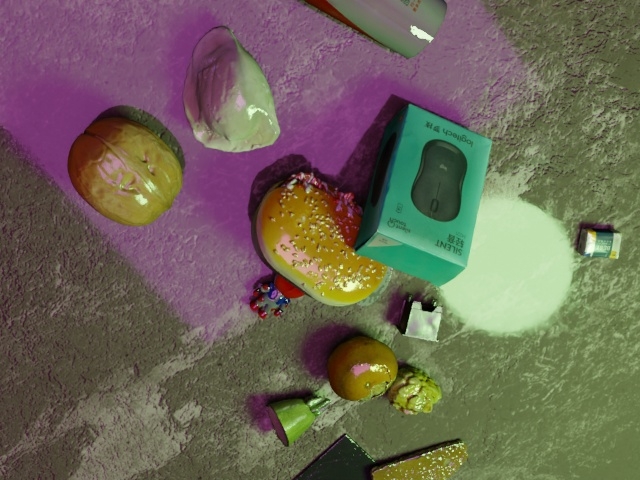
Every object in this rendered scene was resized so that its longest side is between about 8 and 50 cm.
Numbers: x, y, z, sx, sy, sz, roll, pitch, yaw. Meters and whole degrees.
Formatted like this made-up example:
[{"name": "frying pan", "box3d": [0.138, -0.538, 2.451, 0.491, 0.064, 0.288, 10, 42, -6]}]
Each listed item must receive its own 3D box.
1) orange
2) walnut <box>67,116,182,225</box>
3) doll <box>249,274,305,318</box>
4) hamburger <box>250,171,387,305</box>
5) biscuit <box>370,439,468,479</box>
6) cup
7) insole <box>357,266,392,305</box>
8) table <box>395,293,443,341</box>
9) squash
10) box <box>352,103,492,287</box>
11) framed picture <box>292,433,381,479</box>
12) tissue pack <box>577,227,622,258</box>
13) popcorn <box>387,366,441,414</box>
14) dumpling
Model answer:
[{"name": "orange", "box3d": [0.091, 0.278, 1.887, 0.157, 0.134, 0.156, -5, 129, -6]}, {"name": "walnut", "box3d": [-0.381, -0.135, 1.686, 0.226, 0.193, 0.193, 36, 99, -25]}, {"name": "doll", "box3d": [-0.066, 0.094, 1.849, 0.195, 0.062, 0.104, -40, 95, 13]}, {"name": "hamburger", "box3d": [0.000, 0.000, 1.746, 0.295, 0.151, 0.227, 37, 61, -19]}, {"name": "biscuit", "box3d": [0.239, 0.556, 2.028, 0.237, 0.026, 0.131, -17, 108, -8]}, {"name": "cup", "box3d": [0.089, -0.480, 1.648, 0.288, 0.203, 0.203, 29, 100, -20]}, {"name": "insole", "box3d": [0.131, 0.059, 1.889, 0.065, 0.006, 0.193, 22, 102, -12]}, {"name": "table", "box3d": [0.221, 0.168, 1.899, 0.083, 0.070, 0.082, 11, 100, -9]}, {"name": "squash", "box3d": [-0.043, 0.384, 1.928, 0.132, 0.105, 0.105, -26, 108, -19]}, {"name": "box", "box3d": [0.208, -0.092, 1.719, 0.205, 0.118, 0.311, 21, 66, -10]}, {"name": "framed picture", "box3d": [0.079, 0.637, 2.045, 0.244, 0.013, 0.324, -43, 107, 6]}, {"name": "tissue pack", "box3d": [0.620, 0.005, 1.914, 0.083, 0.042, 0.062, 4, 103, -8]}, {"name": "popcorn", "box3d": [0.203, 0.341, 1.925, 0.106, 0.121, 0.116, -46, 73, 18]}, {"name": "dumpling", "box3d": [-0.191, -0.285, 1.697, 0.179, 0.131, 0.252, -22, 97, 22]}]
